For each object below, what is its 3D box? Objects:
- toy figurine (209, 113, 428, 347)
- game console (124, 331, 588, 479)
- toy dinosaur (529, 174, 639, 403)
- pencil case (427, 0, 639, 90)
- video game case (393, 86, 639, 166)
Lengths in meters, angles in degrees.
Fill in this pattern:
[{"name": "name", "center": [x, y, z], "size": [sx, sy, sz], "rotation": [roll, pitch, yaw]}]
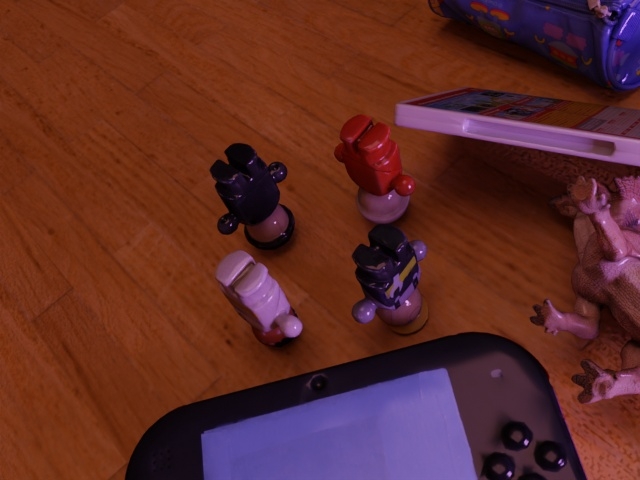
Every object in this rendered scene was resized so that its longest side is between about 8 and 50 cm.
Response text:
[{"name": "toy figurine", "center": [0.000, 0.000, 0.697], "size": [0.213, 0.148, 0.210], "rotation": [-13, 57, 7]}, {"name": "game console", "center": [0.026, 0.260, 0.537], "size": [0.386, 0.060, 0.342], "rotation": [-16, 50, 8]}, {"name": "toy dinosaur", "center": [0.294, 0.044, 0.578], "size": [0.200, 0.127, 0.296], "rotation": [-10, 60, -34]}, {"name": "pencil case", "center": [0.266, -0.285, 0.823], "size": [0.306, 0.133, 0.119], "rotation": [39, 107, 38]}, {"name": "video game case", "center": [0.245, -0.119, 0.696], "size": [0.285, 0.025, 0.204], "rotation": [16, 23, 28]}]
